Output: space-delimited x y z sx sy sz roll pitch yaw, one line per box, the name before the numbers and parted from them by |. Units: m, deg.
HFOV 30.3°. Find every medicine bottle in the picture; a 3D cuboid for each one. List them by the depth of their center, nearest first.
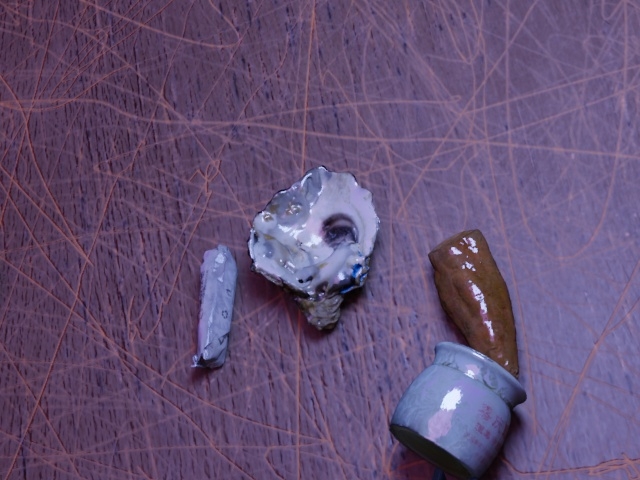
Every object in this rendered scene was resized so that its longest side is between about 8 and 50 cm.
medicine bottle | 0.184 0.226 1.572 0.147 0.147 0.143 26 72 26

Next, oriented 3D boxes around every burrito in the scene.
burrito | -0.159 0.100 1.785 0.064 0.064 0.203 -4 63 15

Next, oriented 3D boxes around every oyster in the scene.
oyster | 0.000 0.000 1.777 0.223 0.083 0.214 -43 64 -13

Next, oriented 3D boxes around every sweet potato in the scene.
sweet potato | 0.219 0.087 1.662 0.097 0.097 0.252 -20 59 6

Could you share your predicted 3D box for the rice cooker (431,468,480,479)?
rice cooker | 0.155 0.419 1.435 0.227 0.241 0.281 -16 94 13
